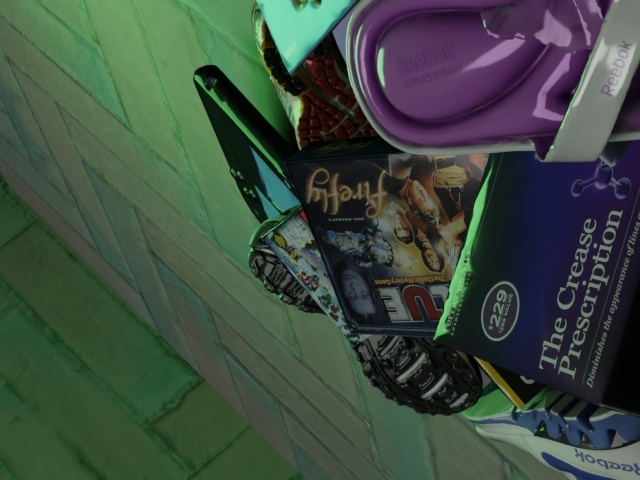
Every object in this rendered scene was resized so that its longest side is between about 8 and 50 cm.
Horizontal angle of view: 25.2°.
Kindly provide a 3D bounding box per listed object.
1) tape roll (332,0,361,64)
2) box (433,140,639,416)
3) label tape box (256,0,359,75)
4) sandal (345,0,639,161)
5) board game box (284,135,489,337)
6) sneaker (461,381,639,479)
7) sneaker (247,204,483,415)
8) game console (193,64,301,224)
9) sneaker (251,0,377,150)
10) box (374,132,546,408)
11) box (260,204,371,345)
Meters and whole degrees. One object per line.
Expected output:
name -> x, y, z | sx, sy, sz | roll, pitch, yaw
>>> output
tape roll -> 0.124, -0.146, 1.139 | 0.275, 0.090, 0.275 | 45, 163, 18
box -> 0.192, -0.031, 0.909 | 0.103, 0.261, 0.184 | 16, 180, -27
label tape box -> -0.028, -0.318, 1.038 | 0.333, 0.106, 0.240 | 62, 161, 1
sandal -> 0.131, -0.112, 0.790 | 0.416, 0.102, 0.169 | -22, 97, 58
board game box -> 0.096, -0.003, 1.105 | 0.243, 0.042, 0.165 | -2, 116, 44
sneaker -> 0.274, 0.213, 1.433 | 0.182, 0.127, 0.315 | 56, 161, -10
sneaker -> 0.059, 0.060, 1.401 | 0.271, 0.108, 0.100 | 43, 125, 2
game console -> 0.000, 0.000, 1.676 | 0.386, 0.060, 0.342 | 48, 174, 27
sneaker -> -0.007, -0.166, 1.473 | 0.092, 0.088, 0.225 | -117, 3, -48
box -> 0.123, 0.025, 1.344 | 0.257, 0.079, 0.322 | 51, -176, 4
box -> 0.018, 0.026, 1.306 | 0.137, 0.027, 0.094 | 49, 142, -4
